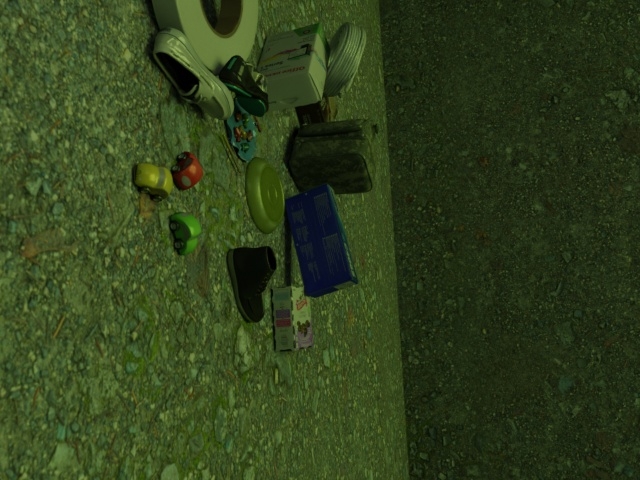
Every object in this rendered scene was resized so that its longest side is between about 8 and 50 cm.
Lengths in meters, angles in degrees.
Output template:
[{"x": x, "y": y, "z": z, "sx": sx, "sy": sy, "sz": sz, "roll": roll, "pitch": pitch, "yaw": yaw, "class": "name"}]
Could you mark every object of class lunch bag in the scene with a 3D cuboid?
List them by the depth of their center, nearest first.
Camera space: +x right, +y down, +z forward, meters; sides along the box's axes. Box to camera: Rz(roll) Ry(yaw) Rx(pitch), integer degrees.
[{"x": 0.051, "y": -0.323, "z": 2.015, "sx": 0.213, "sy": 0.305, "sz": 0.256, "roll": 67, "pitch": 28, "yaw": -47, "class": "lunch bag"}]

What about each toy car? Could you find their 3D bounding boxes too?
[{"x": -0.307, "y": -0.079, "z": 1.239, "sx": 0.239, "sy": 0.053, "sz": 0.225, "roll": -43, "pitch": 124, "yaw": -67, "class": "toy car"}]

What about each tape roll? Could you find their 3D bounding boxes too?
[{"x": -0.273, "y": -0.608, "z": 1.373, "sx": 0.392, "sy": 0.071, "sz": 0.392, "roll": 6, "pitch": 90, "yaw": -69, "class": "tape roll"}]

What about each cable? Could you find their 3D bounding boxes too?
[{"x": 0.066, "y": -0.625, "z": 1.932, "sx": 0.257, "sy": 0.089, "sz": 0.257, "roll": -67, "pitch": -162, "yaw": 6, "class": "cable"}]

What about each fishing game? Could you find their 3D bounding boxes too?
[{"x": -0.218, "y": -0.324, "z": 1.616, "sx": 0.264, "sy": 0.041, "sz": 0.189, "roll": -74, "pitch": 152, "yaw": -51, "class": "fishing game"}]

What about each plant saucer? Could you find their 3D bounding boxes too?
[{"x": -0.162, "y": -0.141, "z": 1.719, "sx": 0.241, "sy": 0.037, "sz": 0.241, "roll": -7, "pitch": 90, "yaw": -72, "class": "plant saucer"}]

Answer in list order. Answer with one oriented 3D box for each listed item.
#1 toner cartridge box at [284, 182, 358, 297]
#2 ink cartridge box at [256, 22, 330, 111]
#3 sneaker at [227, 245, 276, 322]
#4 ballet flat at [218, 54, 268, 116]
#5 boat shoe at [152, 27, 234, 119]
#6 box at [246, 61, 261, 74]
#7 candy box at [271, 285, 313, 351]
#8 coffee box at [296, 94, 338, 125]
[{"x": 0.000, "y": 0.000, "z": 1.840, "sx": 0.075, "sy": 0.165, "sz": 0.348, "roll": 39, "pitch": 35, "yaw": -65, "class": "toner cartridge box"}, {"x": -0.090, "y": -0.567, "z": 1.822, "sx": 0.117, "sy": 0.201, "sz": 0.278, "roll": 62, "pitch": 29, "yaw": -46, "class": "ink cartridge box"}, {"x": -0.164, "y": 0.121, "z": 1.488, "sx": 0.083, "sy": 0.118, "sz": 0.222, "roll": -60, "pitch": 139, "yaw": -61, "class": "sneaker"}, {"x": -0.187, "y": -0.412, "z": 1.483, "sx": 0.280, "sy": 0.095, "sz": 0.096, "roll": 25, "pitch": 83, "yaw": -82, "class": "ballet flat"}, {"x": -0.297, "y": -0.368, "z": 1.311, "sx": 0.267, "sy": 0.096, "sz": 0.088, "roll": 58, "pitch": 35, "yaw": -50, "class": "boat shoe"}, {"x": -0.211, "y": -0.492, "z": 1.689, "sx": 0.067, "sy": 0.018, "sz": 0.083, "roll": 35, "pitch": 47, "yaw": -36, "class": "box"}, {"x": -0.086, "y": 0.244, "z": 1.751, "sx": 0.165, "sy": 0.070, "sz": 0.196, "roll": 17, "pitch": 67, "yaw": -70, "class": "candy box"}, {"x": -0.009, "y": -0.523, "z": 2.211, "sx": 0.247, "sy": 0.098, "sz": 0.141, "roll": -70, "pitch": 148, "yaw": -54, "class": "coffee box"}]
